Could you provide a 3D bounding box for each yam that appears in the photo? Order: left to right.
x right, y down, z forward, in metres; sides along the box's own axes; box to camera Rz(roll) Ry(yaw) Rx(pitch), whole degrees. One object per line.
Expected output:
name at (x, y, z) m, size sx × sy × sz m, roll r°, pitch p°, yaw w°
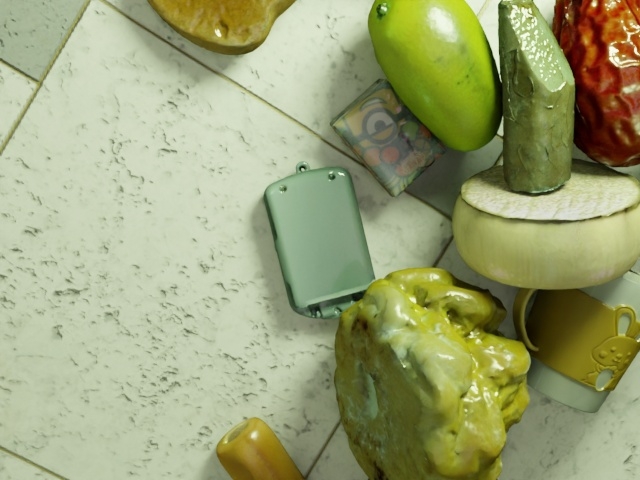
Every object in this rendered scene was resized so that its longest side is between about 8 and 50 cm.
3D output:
yam at (0.298, -0.204, 1.134) m, size 0.106 × 0.106 × 0.259 m, roll -7°, pitch 107°, yaw -8°

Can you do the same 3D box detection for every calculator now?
calculator at (0.000, 0.000, 1.244) m, size 0.141 × 0.045 × 0.246 m, roll -16°, pitch 99°, yaw -6°

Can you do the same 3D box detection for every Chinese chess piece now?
Chinese chess piece at (0.325, -0.029, 1.177) m, size 0.270 × 0.270 × 0.112 m, roll -8°, pitch 113°, yaw -8°

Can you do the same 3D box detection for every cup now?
cup at (0.383, 0.125, 1.248) m, size 0.241 × 0.185 × 0.226 m, roll 17°, pitch 101°, yaw -26°

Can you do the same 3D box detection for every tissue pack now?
tissue pack at (0.100, -0.154, 1.232) m, size 0.108 × 0.060 × 0.148 m, roll -41°, pitch 101°, yaw -1°

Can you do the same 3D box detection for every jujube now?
jujube at (0.425, -0.251, 1.197) m, size 0.197 × 0.197 × 0.290 m, roll -8°, pitch 79°, yaw -8°

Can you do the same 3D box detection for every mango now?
mango at (0.173, -0.248, 1.169) m, size 0.149 × 0.185 × 0.273 m, roll -28°, pitch 102°, yaw 18°

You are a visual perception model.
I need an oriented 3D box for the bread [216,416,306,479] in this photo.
bread at (-0.064, 0.388, 1.272) m, size 0.092 × 0.074 × 0.239 m, roll -36°, pitch 102°, yaw -8°

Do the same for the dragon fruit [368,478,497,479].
dragon fruit at (0.189, 0.401, 1.273) m, size 0.223 × 0.148 × 0.218 m, roll 34°, pitch 92°, yaw -11°

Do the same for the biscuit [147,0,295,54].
biscuit at (-0.130, -0.449, 1.150) m, size 0.287 × 0.057 × 0.344 m, roll 31°, pitch 97°, yaw -2°

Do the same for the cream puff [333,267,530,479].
cream puff at (0.177, 0.204, 1.179) m, size 0.257 × 0.324 × 0.291 m, roll -15°, pitch 135°, yaw -23°
